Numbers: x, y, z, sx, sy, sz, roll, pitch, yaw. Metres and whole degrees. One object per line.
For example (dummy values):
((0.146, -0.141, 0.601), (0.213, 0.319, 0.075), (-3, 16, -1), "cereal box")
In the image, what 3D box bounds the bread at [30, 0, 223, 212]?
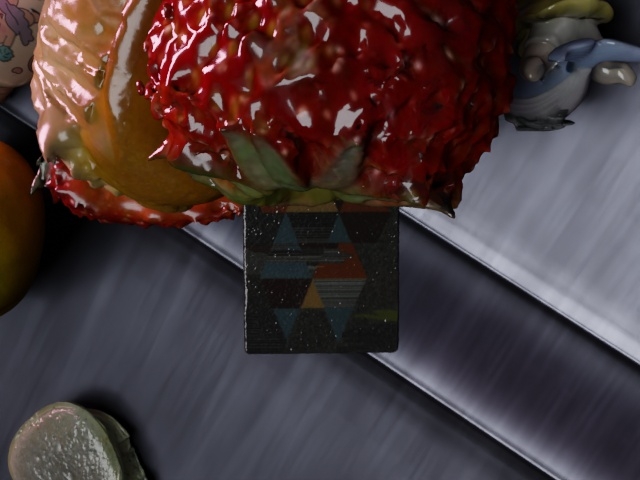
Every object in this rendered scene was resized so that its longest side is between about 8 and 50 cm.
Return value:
((-0.088, -0.216, 1.640), (0.183, 0.236, 0.388), (32, 105, 35), "bread")

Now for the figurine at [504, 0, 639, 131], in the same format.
((0.181, -0.175, 1.568), (0.208, 0.128, 0.183), (32, 122, 59), "figurine")

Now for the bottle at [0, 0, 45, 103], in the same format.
((-0.292, -0.203, 1.837), (0.209, 0.110, 0.097), (-41, 50, 29), "bottle")

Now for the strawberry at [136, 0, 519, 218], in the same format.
((0.008, -0.189, 1.473), (0.292, 0.292, 0.343), (1, 88, 28), "strawberry")

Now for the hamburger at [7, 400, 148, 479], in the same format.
((-0.239, 0.228, 1.936), (0.133, 0.062, 0.140), (-35, 82, 26), "hamburger")

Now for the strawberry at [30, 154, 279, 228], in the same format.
((-0.140, -0.095, 1.795), (0.228, 0.098, 0.174), (5, 88, 6), "strawberry")

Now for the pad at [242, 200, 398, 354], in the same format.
((0.000, 0.000, 1.750), (0.143, 0.003, 0.211), (-1, 102, 1), "pad")

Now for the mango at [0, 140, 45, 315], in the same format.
((-0.324, -0.012, 1.839), (0.254, 0.139, 0.175), (157, 108, -69), "mango")
